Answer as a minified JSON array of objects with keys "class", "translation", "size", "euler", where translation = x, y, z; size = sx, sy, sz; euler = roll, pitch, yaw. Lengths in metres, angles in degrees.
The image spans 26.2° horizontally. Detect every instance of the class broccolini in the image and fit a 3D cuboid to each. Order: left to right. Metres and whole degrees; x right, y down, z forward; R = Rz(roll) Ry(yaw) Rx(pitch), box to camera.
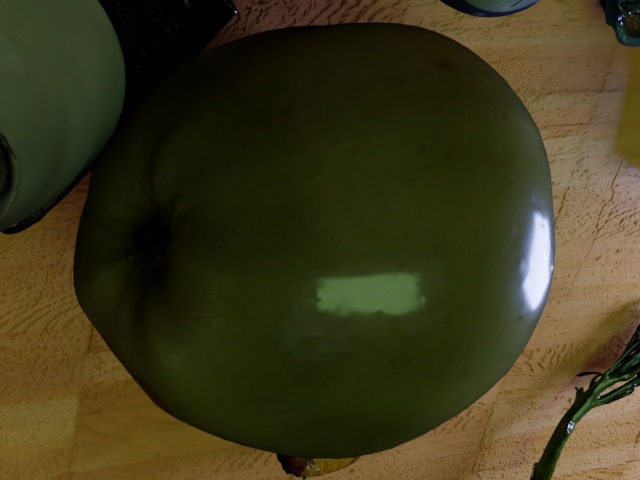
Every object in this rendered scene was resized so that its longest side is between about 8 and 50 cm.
[{"class":"broccolini","translation":[0.340,0.199,1.611],"size":[0.123,0.062,0.271],"euler":[34,96,-28]}]

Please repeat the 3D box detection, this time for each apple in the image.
[{"class":"apple","translation":[0.000,0.000,1.055],"size":[0.357,0.357,0.357],"euler":[-16,130,-21]}]

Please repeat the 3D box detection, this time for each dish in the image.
[{"class":"dish","translation":[-0.285,-0.072,0.896],"size":[0.316,0.106,0.316],"euler":[-5,140,-5]}]

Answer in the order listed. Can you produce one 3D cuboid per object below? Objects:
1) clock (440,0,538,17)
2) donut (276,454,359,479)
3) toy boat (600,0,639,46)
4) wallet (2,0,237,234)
[{"class":"clock","translation":[0.108,-0.276,1.059],"size":[0.243,0.146,0.199],"euler":[30,110,-38]},{"class":"donut","translation":[0.002,0.171,1.386],"size":[0.140,0.059,0.140],"euler":[-16,129,-21]},{"class":"toy boat","translation":[0.313,-0.274,1.217],"size":[0.100,0.097,0.223],"euler":[-10,128,-29]},{"class":"wallet","translation":[-0.207,-0.150,1.016],"size":[0.262,0.071,0.221],"euler":[-45,133,-3]}]
